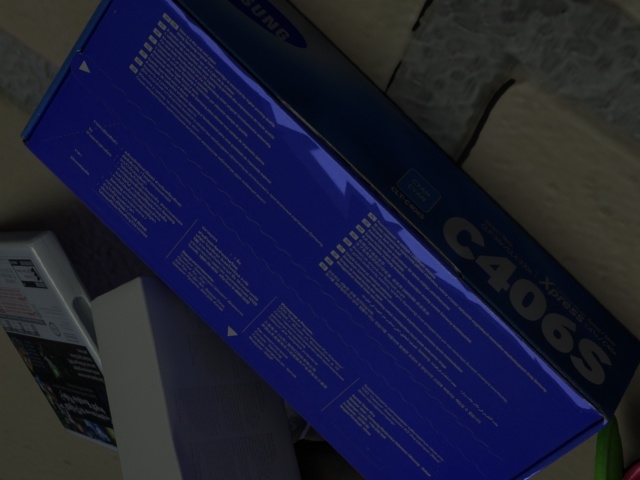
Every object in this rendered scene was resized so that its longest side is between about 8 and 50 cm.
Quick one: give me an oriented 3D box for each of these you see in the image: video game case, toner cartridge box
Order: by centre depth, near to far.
[{"bbox_3d":[0.000,0.000,0.720,0.348,0.075,0.165,45,130,0],"label":"toner cartridge box"},{"bbox_3d":[-0.180,0.071,0.868,0.190,0.022,0.173,-1,120,59],"label":"video game case"}]

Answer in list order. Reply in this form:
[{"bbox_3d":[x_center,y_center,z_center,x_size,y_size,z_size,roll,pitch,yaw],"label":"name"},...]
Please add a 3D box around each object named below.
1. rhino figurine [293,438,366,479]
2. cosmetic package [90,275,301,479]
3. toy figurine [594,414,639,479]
[{"bbox_3d":[0.003,0.245,0.813,0.106,0.073,0.243,-18,72,38],"label":"rhino figurine"},{"bbox_3d":[-0.067,0.143,0.766,0.060,0.099,0.239,-26,71,42],"label":"cosmetic package"},{"bbox_3d":[0.233,0.175,0.671,0.159,0.130,0.173,0,109,19],"label":"toy figurine"}]
